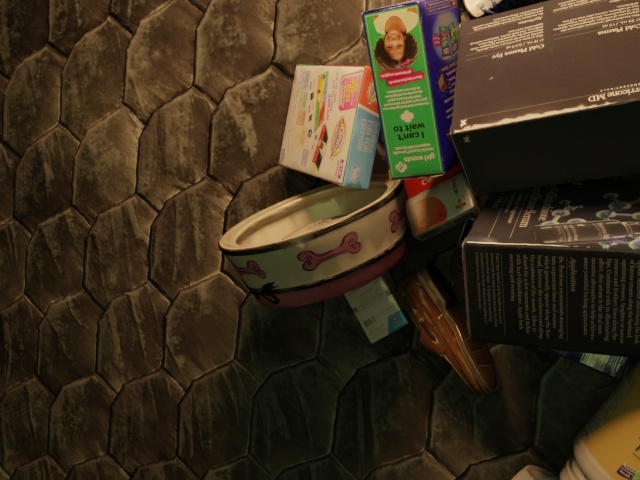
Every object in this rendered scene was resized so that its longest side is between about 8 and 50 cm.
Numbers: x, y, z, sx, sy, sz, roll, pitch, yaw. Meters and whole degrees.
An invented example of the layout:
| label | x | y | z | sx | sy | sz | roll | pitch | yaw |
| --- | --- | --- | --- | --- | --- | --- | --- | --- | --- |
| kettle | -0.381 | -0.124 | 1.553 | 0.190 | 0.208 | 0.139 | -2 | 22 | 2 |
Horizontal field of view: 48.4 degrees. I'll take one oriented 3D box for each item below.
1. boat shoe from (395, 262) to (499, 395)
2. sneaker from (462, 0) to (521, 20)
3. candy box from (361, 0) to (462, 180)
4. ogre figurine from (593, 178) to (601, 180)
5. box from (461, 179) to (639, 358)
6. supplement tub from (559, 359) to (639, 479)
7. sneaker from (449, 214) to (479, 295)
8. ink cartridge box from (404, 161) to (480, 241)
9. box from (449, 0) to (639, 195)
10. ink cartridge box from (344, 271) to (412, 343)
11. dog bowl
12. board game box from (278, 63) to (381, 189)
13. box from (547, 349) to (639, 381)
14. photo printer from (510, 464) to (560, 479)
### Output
| label | x | y | z | sx | sy | sz | roll | pitch | yaw |
| --- | --- | --- | --- | --- | --- | --- | --- | --- | --- |
| boat shoe | 0.271 | 0.203 | 1.536 | 0.104 | 0.110 | 0.307 | -37 | 68 | 26 |
| sneaker | 0.388 | -0.512 | 1.428 | 0.315 | 0.127 | 0.182 | 25 | 107 | 29 |
| candy box | 0.206 | -0.307 | 1.397 | 0.122 | 0.268 | 0.317 | -4 | 108 | 28 |
| ogre figurine | 0.543 | -0.209 | 1.384 | 0.118 | 0.097 | 0.197 | -12 | 56 | 37 |
| box | 0.486 | 0.039 | 1.286 | 0.395 | 0.293 | 0.212 | 3 | 117 | 24 |
| supplement tub | 0.621 | 0.374 | 1.300 | 0.241 | 0.241 | 0.331 | 37 | 107 | 19 |
| sneaker | 0.306 | 0.028 | 1.519 | 0.066 | 0.071 | 0.189 | 12 | 98 | 24 |
| ink cartridge box | 0.246 | -0.106 | 1.519 | 0.145 | 0.045 | 0.179 | -28 | 59 | 24 |
| box | 0.430 | -0.274 | 1.301 | 0.343 | 0.179 | 0.313 | -7 | 50 | 26 |
| ink cartridge box | 0.123 | 0.128 | 1.617 | 0.104 | 0.060 | 0.180 | -33 | 80 | 24 |
| dog bowl | 0.000 | 0.000 | 1.501 | 0.407 | 0.408 | 0.151 | -14 | 105 | 25 |
| board game box | 0.020 | -0.254 | 1.544 | 0.316 | 0.064 | 0.242 | 27 | 108 | 59 |
| box | 0.538 | 0.183 | 1.439 | 0.225 | 0.036 | 0.137 | 23 | 102 | 21 |
| photo printer | 0.492 | 0.627 | 1.450 | 0.307 | 0.107 | 0.256 | 26 | 104 | 22 |
